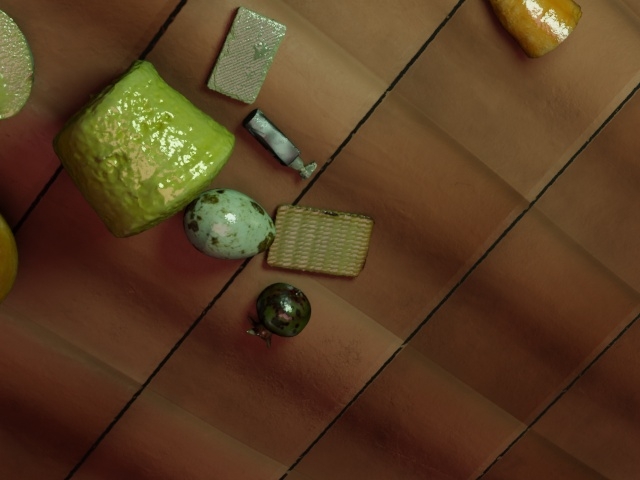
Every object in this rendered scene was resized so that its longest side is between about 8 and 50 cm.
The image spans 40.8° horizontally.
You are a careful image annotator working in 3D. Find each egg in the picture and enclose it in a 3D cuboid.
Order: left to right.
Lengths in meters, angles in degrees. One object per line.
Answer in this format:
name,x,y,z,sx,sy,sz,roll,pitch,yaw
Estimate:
egg,-0.213,-0.035,2.040,0.231,0.169,0.169,15,110,-24

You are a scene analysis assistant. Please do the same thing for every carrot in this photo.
carrot,0.462,-0.544,1.941,0.159,0.159,0.225,-44,104,11

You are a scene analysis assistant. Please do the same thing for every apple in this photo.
apple,-0.716,-0.379,1.839,0.193,0.120,0.264,-16,119,-16

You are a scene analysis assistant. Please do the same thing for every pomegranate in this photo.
pomegranate,-0.106,0.182,2.182,0.169,0.148,0.148,-26,119,37

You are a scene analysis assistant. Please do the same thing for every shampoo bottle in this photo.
shampoo bottle,-0.094,-0.224,2.037,0.063,0.057,0.208,-45,115,3

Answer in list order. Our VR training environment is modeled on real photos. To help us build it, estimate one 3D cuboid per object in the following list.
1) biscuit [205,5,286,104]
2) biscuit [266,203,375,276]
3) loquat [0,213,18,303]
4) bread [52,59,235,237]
biscuit,-0.169,-0.417,1.949,0.121,0.040,0.199,20,108,-19
biscuit,0.000,0.000,2.167,0.255,0.029,0.172,9,111,-12
loquat,-0.835,0.039,1.895,0.329,0.328,0.328,-3,114,-8
bread,-0.383,-0.200,1.855,0.348,0.348,0.307,-35,108,7
